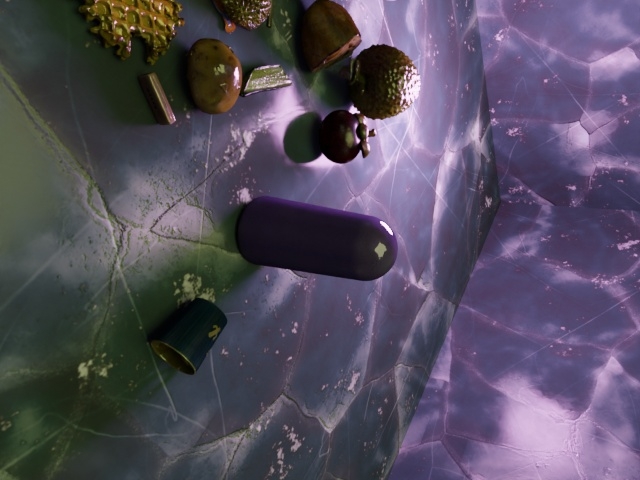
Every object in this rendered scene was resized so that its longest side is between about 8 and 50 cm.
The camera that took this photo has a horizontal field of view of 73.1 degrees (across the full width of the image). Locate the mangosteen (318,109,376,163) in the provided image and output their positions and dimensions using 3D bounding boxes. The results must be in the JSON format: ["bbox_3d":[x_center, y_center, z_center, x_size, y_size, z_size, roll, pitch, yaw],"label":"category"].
[{"bbox_3d":[0.091,-0.355,1.479,0.199,0.199,0.200,-14,108,-52],"label":"mangosteen"}]

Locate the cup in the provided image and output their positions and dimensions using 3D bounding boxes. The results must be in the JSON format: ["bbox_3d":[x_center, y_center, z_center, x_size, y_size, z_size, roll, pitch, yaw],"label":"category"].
[{"bbox_3d":[-0.326,0.249,1.107,0.155,0.131,0.177,-55,166,-36],"label":"cup"}]

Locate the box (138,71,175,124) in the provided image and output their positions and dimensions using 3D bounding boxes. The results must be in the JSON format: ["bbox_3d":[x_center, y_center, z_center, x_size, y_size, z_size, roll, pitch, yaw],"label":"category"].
[{"bbox_3d":[-0.372,-0.319,0.980,0.025,0.048,0.115,-48,134,-42],"label":"box"}]

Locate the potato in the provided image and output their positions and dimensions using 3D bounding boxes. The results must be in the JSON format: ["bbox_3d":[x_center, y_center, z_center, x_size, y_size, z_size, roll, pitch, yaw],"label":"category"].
[{"bbox_3d":[-0.259,-0.399,1.055,0.137,0.137,0.176,-41,130,-42],"label":"potato"}]

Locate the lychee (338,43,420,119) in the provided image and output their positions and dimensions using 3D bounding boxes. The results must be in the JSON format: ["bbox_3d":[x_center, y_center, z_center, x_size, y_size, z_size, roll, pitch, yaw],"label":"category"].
[{"bbox_3d":[0.221,-0.569,1.559,0.319,0.270,0.270,-34,125,-22],"label":"lychee"}]

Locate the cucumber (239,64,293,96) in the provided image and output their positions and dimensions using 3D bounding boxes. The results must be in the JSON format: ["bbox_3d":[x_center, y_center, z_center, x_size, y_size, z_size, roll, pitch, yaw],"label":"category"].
[{"bbox_3d":[-0.167,-0.461,1.235,0.220,0.046,0.071,-35,122,-47],"label":"cucumber"}]

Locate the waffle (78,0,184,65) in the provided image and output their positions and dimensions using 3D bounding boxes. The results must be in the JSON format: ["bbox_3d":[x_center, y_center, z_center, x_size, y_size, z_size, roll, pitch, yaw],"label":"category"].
[{"bbox_3d":[-0.397,-0.502,0.911,0.229,0.051,0.232,48,58,-43],"label":"waffle"}]

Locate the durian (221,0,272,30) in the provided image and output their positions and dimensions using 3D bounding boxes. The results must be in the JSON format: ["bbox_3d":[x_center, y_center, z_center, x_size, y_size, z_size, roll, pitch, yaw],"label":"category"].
[{"bbox_3d":[-0.193,-0.625,1.101,0.208,0.102,0.147,-32,127,-57],"label":"durian"}]

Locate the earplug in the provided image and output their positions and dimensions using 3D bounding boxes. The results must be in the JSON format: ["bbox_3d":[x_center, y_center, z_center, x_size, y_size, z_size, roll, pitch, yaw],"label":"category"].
[{"bbox_3d":[0.000,0.000,1.207,0.215,0.455,0.215,-20,114,-53],"label":"earplug"}]

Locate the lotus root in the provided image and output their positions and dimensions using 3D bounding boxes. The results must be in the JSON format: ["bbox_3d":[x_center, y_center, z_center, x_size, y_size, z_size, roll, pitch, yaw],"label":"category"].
[{"bbox_3d":[0.012,-0.653,1.368,0.180,0.199,0.188,54,8,-9],"label":"lotus root"}]

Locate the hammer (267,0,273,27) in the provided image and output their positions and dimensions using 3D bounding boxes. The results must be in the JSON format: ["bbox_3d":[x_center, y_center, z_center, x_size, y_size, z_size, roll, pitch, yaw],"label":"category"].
[{"bbox_3d":[-0.142,-0.710,1.241,0.062,0.017,0.182,-2,99,-53],"label":"hammer"}]

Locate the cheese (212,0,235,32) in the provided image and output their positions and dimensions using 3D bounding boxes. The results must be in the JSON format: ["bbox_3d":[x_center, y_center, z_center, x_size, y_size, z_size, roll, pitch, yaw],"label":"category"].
[{"bbox_3d":[-0.251,-0.596,1.115,0.047,0.017,0.111,-48,133,-33],"label":"cheese"}]
